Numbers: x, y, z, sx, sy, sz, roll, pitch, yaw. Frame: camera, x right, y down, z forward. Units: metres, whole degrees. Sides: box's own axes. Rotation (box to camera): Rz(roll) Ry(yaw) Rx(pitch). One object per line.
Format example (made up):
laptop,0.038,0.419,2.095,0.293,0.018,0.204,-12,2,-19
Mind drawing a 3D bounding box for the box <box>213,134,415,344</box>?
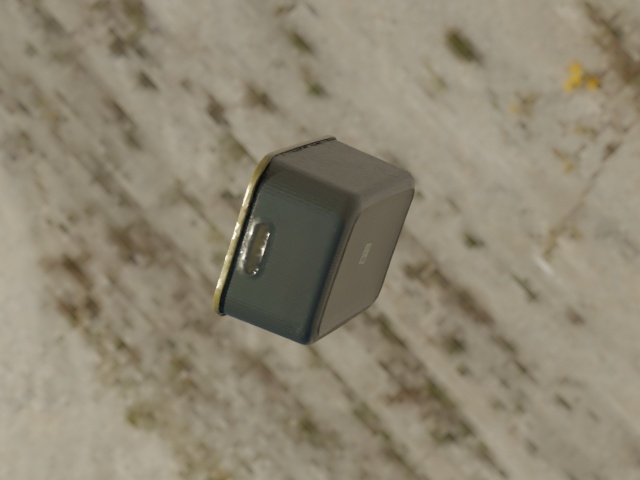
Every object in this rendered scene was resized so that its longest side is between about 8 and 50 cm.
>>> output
box,0.000,0.000,1.559,0.090,0.144,0.201,23,-166,14
